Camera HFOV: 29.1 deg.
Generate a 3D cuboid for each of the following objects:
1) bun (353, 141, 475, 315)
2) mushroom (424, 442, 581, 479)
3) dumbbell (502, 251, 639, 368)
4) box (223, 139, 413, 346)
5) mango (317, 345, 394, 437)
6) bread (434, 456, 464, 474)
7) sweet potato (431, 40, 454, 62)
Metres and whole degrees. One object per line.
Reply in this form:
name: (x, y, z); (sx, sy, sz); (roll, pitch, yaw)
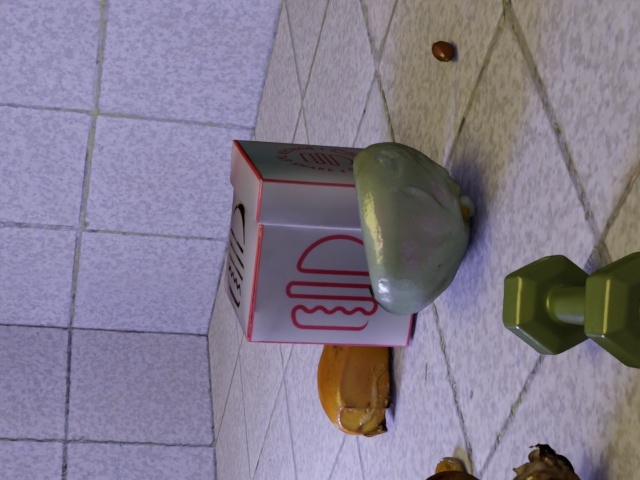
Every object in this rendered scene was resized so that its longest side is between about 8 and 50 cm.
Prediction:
bun: (0.152, -0.024, 1.917); (0.283, 0.179, 0.283); (-8, -90, -86)
mushroom: (0.228, 0.421, 1.415); (0.345, 0.259, 0.345); (156, 90, -86)
dumbbell: (0.300, 0.073, 1.357); (0.108, 0.121, 0.302); (65, 168, -5)
box: (0.000, 0.000, 2.215); (0.314, 0.312, 0.300); (-126, 41, -68)
mango: (0.061, 0.244, 2.290); (0.252, 0.126, 0.154); (-97, 29, -43)
bread: (0.197, 0.382, 1.885); (0.110, 0.024, 0.110); (-176, 90, -78)
sweet potato: (0.202, -0.317, 2.056); (0.095, 0.034, 0.034); (-119, 35, -65)
